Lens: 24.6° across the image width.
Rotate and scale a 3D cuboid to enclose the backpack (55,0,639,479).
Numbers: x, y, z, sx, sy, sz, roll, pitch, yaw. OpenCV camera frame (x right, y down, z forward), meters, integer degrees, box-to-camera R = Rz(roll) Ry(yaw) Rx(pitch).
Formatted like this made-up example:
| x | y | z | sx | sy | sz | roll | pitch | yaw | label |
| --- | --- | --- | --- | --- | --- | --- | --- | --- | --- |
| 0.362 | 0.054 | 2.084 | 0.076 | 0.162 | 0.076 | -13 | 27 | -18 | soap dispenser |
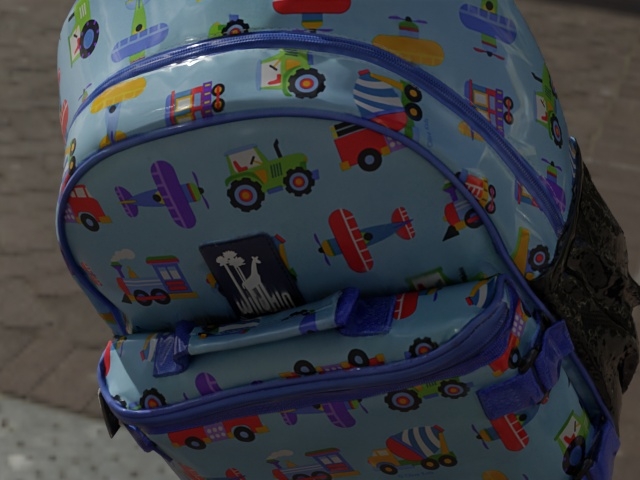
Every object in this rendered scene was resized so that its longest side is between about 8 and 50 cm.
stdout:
| x | y | z | sx | sy | sz | roll | pitch | yaw | label |
| --- | --- | --- | --- | --- | --- | --- | --- | --- | --- |
| 0.000 | 0.000 | 0.422 | 0.158 | 0.173 | 0.117 | -9 | 45 | 23 | backpack |
